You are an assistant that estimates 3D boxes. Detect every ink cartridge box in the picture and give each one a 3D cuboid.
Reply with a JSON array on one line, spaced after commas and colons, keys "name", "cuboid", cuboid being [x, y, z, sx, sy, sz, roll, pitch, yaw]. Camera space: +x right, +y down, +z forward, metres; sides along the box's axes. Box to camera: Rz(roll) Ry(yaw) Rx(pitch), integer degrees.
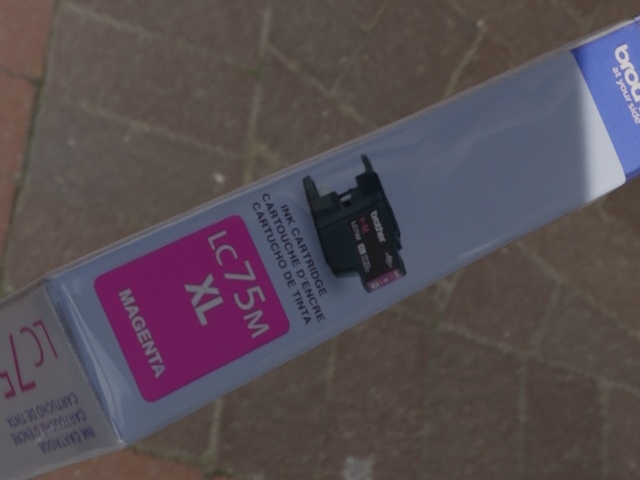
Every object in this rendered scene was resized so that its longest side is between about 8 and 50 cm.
[{"name": "ink cartridge box", "cuboid": [0.000, 0.000, 0.622, 0.311, 0.186, 0.065, -29, 93, -35]}]
